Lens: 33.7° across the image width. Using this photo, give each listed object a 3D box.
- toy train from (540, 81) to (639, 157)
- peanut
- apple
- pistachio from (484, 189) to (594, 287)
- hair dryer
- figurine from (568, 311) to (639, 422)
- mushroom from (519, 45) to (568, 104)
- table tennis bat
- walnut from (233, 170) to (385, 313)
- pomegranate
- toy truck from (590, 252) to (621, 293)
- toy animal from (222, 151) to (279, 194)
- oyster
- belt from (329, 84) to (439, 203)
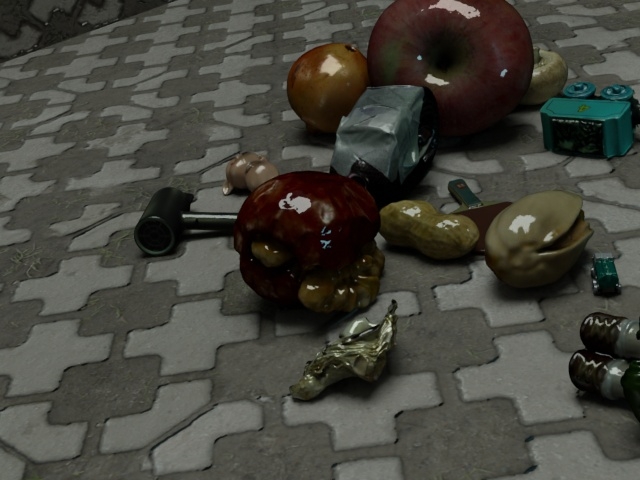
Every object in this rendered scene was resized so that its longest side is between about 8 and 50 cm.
[{"bbox_3d":[0.523,-0.232,2.035,0.198,0.107,0.154,10,40,35],"label":"toy train"},{"bbox_3d":[0.177,-0.019,1.737,0.193,0.089,0.089,21,39,39],"label":"peanut"},{"bbox_3d":[0.269,-0.367,2.170,0.345,0.344,0.269,0,8,19],"label":"apple"},{"bbox_3d":[0.331,-0.005,1.608,0.144,0.144,0.215,13,28,38],"label":"pistachio"},{"bbox_3d":[-0.201,-0.044,1.949,0.248,0.078,0.195,4,27,4],"label":"hair dryer"},{"bbox_3d":[0.451,0.154,1.199,0.370,0.167,0.281,5,71,54],"label":"figurine"},{"bbox_3d":[0.453,-0.364,2.295,0.166,0.127,0.166,-2,27,1],"label":"mushroom"},{"bbox_3d":[0.276,-0.044,1.826,0.154,0.021,0.274,-12,28,-7],"label":"table tennis bat"},{"bbox_3d":[0.000,0.000,1.641,0.244,0.221,0.269,36,33,13],"label":"walnut"},{"bbox_3d":[0.030,-0.328,2.284,0.209,0.209,0.209,-7,26,4],"label":"pomegranate"},{"bbox_3d":[0.422,0.048,1.565,0.039,0.044,0.083,-2,27,9],"label":"toy truck"},{"bbox_3d":[-0.134,-0.125,2.072,0.083,0.089,0.150,-2,15,-36],"label":"toy animal"},{"bbox_3d":[0.041,0.161,1.449,0.191,0.081,0.163,-28,4,-5],"label":"oyster"},{"bbox_3d":[0.136,-0.179,1.967,0.164,0.184,0.289,9,37,24],"label":"belt"}]
